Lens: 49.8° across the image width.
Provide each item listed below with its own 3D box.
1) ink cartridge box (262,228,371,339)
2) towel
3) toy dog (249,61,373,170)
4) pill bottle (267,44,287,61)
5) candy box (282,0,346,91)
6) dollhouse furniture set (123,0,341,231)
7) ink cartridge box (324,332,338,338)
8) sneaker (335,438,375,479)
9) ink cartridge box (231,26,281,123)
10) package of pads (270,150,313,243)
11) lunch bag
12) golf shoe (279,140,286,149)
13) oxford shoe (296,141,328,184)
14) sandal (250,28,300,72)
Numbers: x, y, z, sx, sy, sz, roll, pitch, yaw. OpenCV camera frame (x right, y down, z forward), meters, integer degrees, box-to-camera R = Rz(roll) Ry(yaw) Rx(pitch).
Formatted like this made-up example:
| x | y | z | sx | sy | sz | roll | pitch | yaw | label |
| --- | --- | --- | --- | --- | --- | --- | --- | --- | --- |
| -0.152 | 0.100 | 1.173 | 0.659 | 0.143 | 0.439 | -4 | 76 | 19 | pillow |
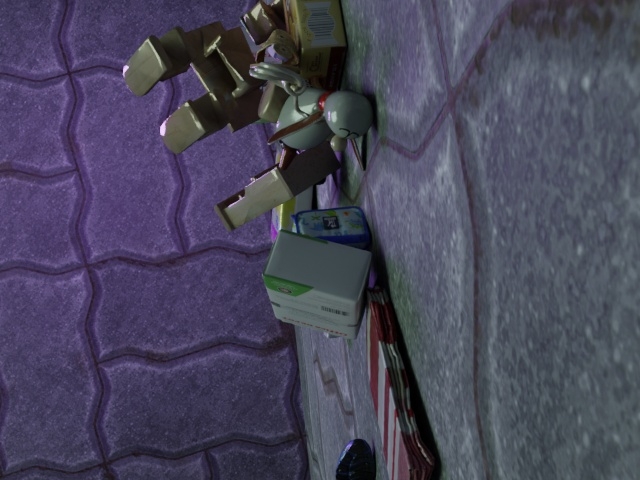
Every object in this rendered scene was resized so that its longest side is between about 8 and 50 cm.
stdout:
| x | y | z | sx | sy | sz | roll | pitch | yaw | label |
| --- | --- | --- | --- | --- | --- | --- | --- | --- | --- |
| -0.001 | 0.081 | 1.177 | 0.219 | 0.160 | 0.093 | 86 | -160 | -67 | ink cartridge box |
| 0.112 | 0.260 | 1.050 | 0.329 | 0.037 | 0.237 | -100 | 5 | -47 | towel |
| -0.020 | -0.185 | 1.188 | 0.334 | 0.220 | 0.161 | -73 | 1 | -82 | toy dog |
| -0.083 | -0.519 | 1.751 | 0.180 | 0.107 | 0.108 | -138 | 43 | -80 | pill bottle |
| -0.022 | -0.457 | 1.338 | 0.183 | 0.087 | 0.317 | 107 | 156 | -71 | candy box |
| -0.174 | -0.255 | 1.459 | 0.256 | 0.362 | 0.394 | -24 | 99 | 50 | dollhouse furniture set |
| 0.030 | 0.161 | 1.609 | 0.088 | 0.052 | 0.123 | -165 | 71 | -84 | ink cartridge box |
| 0.069 | 0.481 | 1.453 | 0.087 | 0.083 | 0.221 | -91 | 4 | -48 | sneaker |
| -0.163 | -0.498 | 2.079 | 0.273 | 0.198 | 0.115 | 90 | 171 | -46 | ink cartridge box |
| -0.085 | -0.112 | 2.057 | 0.229 | 0.101 | 0.297 | -120 | 34 | -73 | package of pads |
| 0.015 | -0.011 | 1.241 | 0.151 | 0.128 | 0.096 | -121 | 26 | -79 | lunch bag |
| -0.084 | -0.373 | 1.946 | 0.273 | 0.105 | 0.120 | 93 | 176 | -53 | golf shoe |
| -0.017 | -0.233 | 1.619 | 0.227 | 0.082 | 0.096 | -110 | 27 | -47 | oxford shoe |
| -0.081 | -0.339 | 1.244 | 0.240 | 0.088 | 0.079 | -127 | 43 | -79 | sandal |
